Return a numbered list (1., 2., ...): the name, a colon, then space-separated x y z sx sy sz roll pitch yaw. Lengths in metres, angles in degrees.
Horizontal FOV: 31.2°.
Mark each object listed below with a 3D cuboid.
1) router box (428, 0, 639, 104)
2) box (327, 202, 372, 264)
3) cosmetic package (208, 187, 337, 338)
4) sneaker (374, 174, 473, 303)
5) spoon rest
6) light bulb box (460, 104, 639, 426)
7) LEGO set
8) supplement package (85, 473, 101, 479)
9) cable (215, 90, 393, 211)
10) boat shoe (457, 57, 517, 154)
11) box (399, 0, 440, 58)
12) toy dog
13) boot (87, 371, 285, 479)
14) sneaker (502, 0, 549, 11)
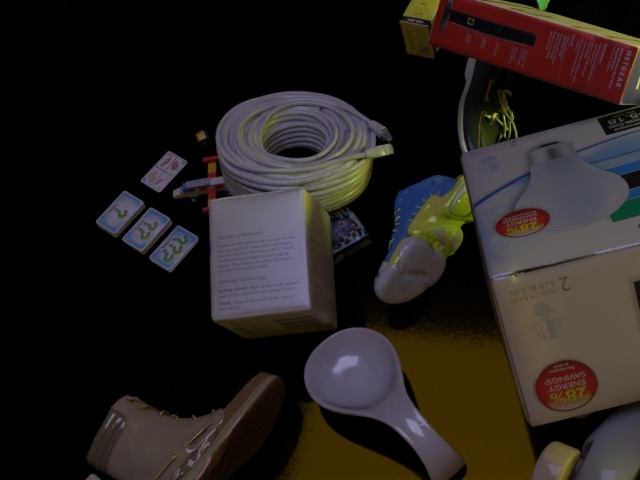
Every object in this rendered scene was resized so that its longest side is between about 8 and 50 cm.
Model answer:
1. router box: 0.369 -0.283 1.703 0.301 0.335 0.082 24 108 28
2. box: 0.000 0.000 1.805 0.137 0.027 0.094 -31 51 -4
3. cosmetic package: -0.069 0.037 1.694 0.151 0.151 0.183 -8 72 13
4. sneaker: 0.145 -0.008 1.742 0.240 0.091 0.126 -46 37 -15
5. spoon rest: 0.085 0.220 1.587 0.137 0.084 0.276 -40 54 -12
6. light bulb box: 0.387 0.010 1.470 0.358 0.225 0.361 -15 26 8
7. LEGO set: -0.242 -0.085 1.928 0.182 0.060 0.244 31 69 29
8. supplement package: -0.308 0.487 1.468 0.177 0.175 0.293 32 70 35
9. cable: -0.039 -0.145 1.845 0.257 0.089 0.257 -24 46 -22
10. boat shoe: 0.270 -0.204 1.821 0.079 0.095 0.254 -6 42 20
11. box: 0.215 -0.433 2.005 0.058 0.087 0.232 16 61 25
12. toy dog: 0.399 0.266 1.438 0.334 0.161 0.220 -30 48 -22
13. boot: -0.193 0.263 1.644 0.203 0.095 0.262 28 73 33
14. sneaker: 0.403 -0.456 1.931 0.295 0.124 0.178 0 51 28
